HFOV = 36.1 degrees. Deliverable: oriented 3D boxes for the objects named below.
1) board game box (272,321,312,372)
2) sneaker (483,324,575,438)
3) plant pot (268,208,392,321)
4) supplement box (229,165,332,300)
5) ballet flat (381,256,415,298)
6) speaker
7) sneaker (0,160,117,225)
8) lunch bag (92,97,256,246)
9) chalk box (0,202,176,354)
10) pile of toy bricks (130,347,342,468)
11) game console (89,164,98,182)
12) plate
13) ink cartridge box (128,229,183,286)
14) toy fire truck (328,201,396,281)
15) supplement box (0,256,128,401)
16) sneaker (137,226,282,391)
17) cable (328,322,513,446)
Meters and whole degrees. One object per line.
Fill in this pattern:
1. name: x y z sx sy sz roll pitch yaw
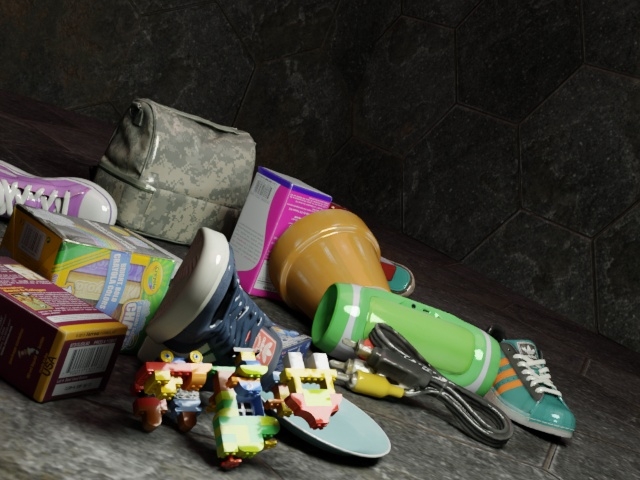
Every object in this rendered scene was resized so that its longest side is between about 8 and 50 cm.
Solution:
1. board game box: -0.134 0.129 1.340 0.194 0.060 0.194 23 8 16
2. sneaker: 0.350 0.238 1.718 0.108 0.121 0.302 18 9 -27
3. plant pot: 0.035 0.078 1.749 0.205 0.205 0.188 17 24 -36
4. supplement box: -0.087 -0.010 1.846 0.114 0.220 0.111 17 10 -44
5. ballet flat: 0.089 0.064 2.383 0.316 0.107 0.106 31 -10 22
6. speaker: 0.140 0.166 1.611 0.296 0.131 0.131 20 8 -14
7. sneaker: -0.480 -0.059 1.576 0.282 0.102 0.161 13 9 10
8. lunch bag: -0.292 -0.138 2.025 0.305 0.256 0.212 16 10 -43
9. chalk box: -0.276 0.053 1.207 0.213 0.132 0.132 16 9 -47
10. pile of toy bricks: -0.088 0.179 1.002 0.212 0.118 0.105 6 55 -30
11. game console: -0.446 -0.114 2.140 0.071 0.107 0.122 -6 4 7
12. plate: -0.002 0.217 1.195 0.188 0.024 0.188 26 9 -4
13. ink cartridge box: -0.274 0.039 1.428 0.127 0.072 0.175 29 3 9
14. toy fire truck: 0.000 0.000 2.180 0.302 0.169 0.254 19 7 -45
15. supplement box: -0.314 0.088 1.033 0.188 0.081 0.104 26 9 24
16. sneaker: -0.104 0.093 1.074 0.148 0.131 0.350 28 -18 -4
17. cable: 0.154 0.221 1.486 0.287 0.072 0.139 29 32 -5
